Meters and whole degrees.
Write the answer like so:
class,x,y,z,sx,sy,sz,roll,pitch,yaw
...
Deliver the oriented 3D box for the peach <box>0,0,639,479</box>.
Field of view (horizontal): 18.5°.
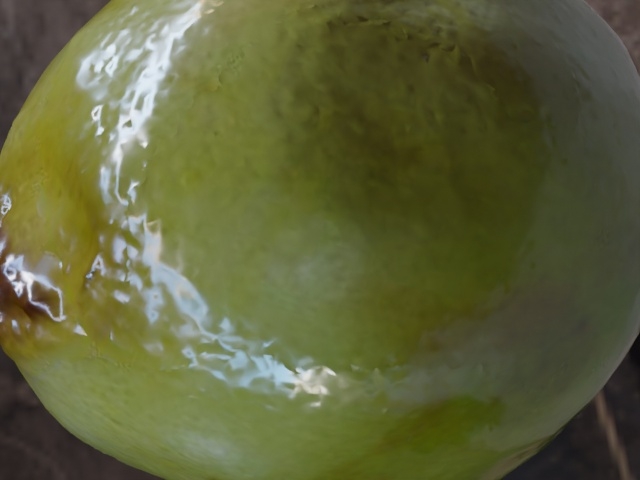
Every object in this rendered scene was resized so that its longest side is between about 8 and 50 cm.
class,x,y,z,sx,sy,sz,roll,pitch,yaw
peach,0.007,-0.004,0.953,0.281,0.315,0.314,36,102,51
